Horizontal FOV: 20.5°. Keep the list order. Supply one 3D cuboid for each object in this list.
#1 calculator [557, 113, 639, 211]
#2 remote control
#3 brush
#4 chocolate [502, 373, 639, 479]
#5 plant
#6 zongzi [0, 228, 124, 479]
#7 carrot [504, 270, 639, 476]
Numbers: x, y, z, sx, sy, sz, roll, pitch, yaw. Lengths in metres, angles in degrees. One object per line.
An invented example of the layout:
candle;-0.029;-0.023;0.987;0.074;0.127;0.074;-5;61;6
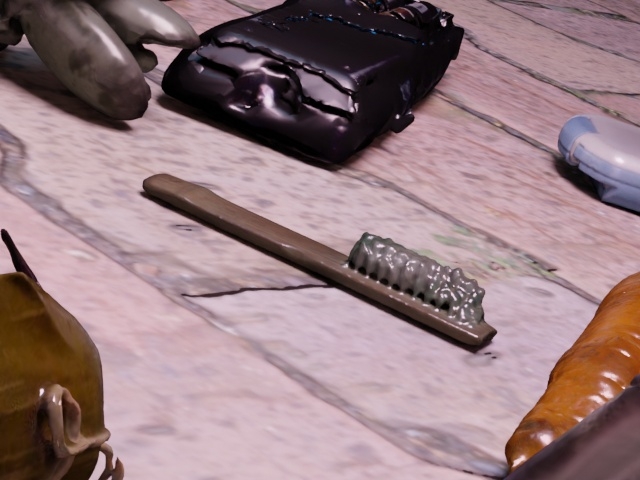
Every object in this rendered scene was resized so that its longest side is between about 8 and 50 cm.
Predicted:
calculator;0.262;-0.035;1.216;0.210;0.039;0.121;18;19;-5
remote control;0.016;-0.129;1.202;0.144;0.062;0.399;22;17;7
brush;0.000;0.000;0.850;0.190;0.027;0.034;24;16;20
chocolate;0.138;0.122;0.444;0.221;0.221;0.147;6;49;-36
plant;-0.196;-0.164;0.969;0.274;0.149;0.146;31;57;-16
zongzi;-0.195;0.027;0.446;0.241;0.111;0.247;19;11;22
carrot;0.130;0.059;0.769;0.059;0.059;0.248;24;20;16
